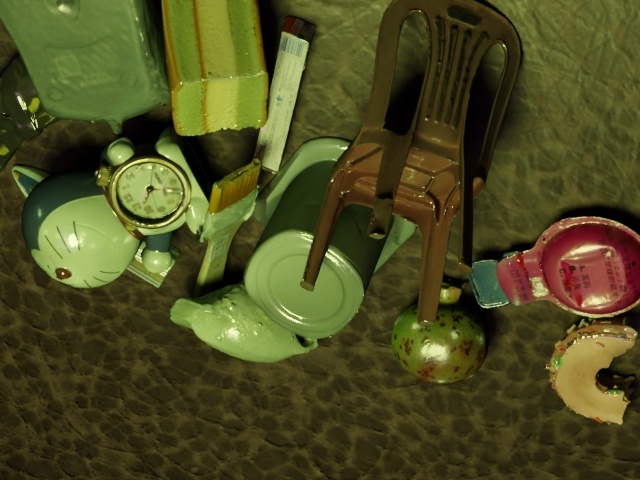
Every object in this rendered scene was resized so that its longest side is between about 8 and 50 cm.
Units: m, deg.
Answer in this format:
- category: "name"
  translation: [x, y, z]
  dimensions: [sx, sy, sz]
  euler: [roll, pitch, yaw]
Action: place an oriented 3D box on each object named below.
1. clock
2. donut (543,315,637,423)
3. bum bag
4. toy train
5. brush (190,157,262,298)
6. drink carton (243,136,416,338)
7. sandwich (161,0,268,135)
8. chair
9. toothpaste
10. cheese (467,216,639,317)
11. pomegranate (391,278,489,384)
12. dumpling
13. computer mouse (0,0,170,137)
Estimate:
- category: "clock"
  translation: [-0.259, -0.034, 1.804]
  dimensions: [0.243, 0.146, 0.199]
  euler: [-25, 121, 8]
- category: "donut"
  translation: [0.347, 0.161, 1.826]
  dimensions: [0.117, 0.065, 0.166]
  euler: [6, 125, 12]
- category: "bum bag"
  translation: [-0.392, -0.168, 1.827]
  dimensions: [0.232, 0.060, 0.107]
  euler: [-31, 102, 29]
- category: "toy train"
  translation: [-0.312, -0.023, 1.911]
  dimensions: [0.252, 0.048, 0.055]
  euler: [31, 124, -5]
- category: "brush"
  translation: [-0.130, 0.010, 1.823]
  dimensions: [0.020, 0.085, 0.336]
  euler: [48, 150, 17]
- category: "drink carton"
  translation: [0.000, 0.000, 1.751]
  dimensions: [0.185, 0.189, 0.191]
  euler: [41, 125, -6]
- category: "sandwich"
  translation: [-0.129, -0.238, 1.679]
  dimensions: [0.117, 0.187, 0.144]
  euler: [-6, 165, -8]
- category: "chair"
  translation: [0.107, -0.098, 1.614]
  dimensions: [0.175, 0.326, 0.183]
  euler: [19, 153, -12]
- category: "toothpaste"
  translation: [-0.046, -0.174, 1.727]
  dimensions: [0.040, 0.047, 0.196]
  euler: [16, 127, 2]
- category: "cheese"
  translation: [0.303, 0.038, 1.758]
  dimensions: [0.244, 0.062, 0.155]
  euler: [-10, 120, 24]
- category: "pomegranate"
  translation: [0.154, 0.124, 1.827]
  dimensions: [0.130, 0.130, 0.130]
  euler: [8, 125, 11]
- category: "dumpling"
  translation: [-0.100, 0.100, 1.893]
  dimensions: [0.219, 0.152, 0.108]
  euler: [27, 91, -36]
- category: "computer mouse"
  translation: [-0.283, -0.290, 1.673]
  dimensions: [0.188, 0.122, 0.371]
  euler: [-6, 126, 11]
